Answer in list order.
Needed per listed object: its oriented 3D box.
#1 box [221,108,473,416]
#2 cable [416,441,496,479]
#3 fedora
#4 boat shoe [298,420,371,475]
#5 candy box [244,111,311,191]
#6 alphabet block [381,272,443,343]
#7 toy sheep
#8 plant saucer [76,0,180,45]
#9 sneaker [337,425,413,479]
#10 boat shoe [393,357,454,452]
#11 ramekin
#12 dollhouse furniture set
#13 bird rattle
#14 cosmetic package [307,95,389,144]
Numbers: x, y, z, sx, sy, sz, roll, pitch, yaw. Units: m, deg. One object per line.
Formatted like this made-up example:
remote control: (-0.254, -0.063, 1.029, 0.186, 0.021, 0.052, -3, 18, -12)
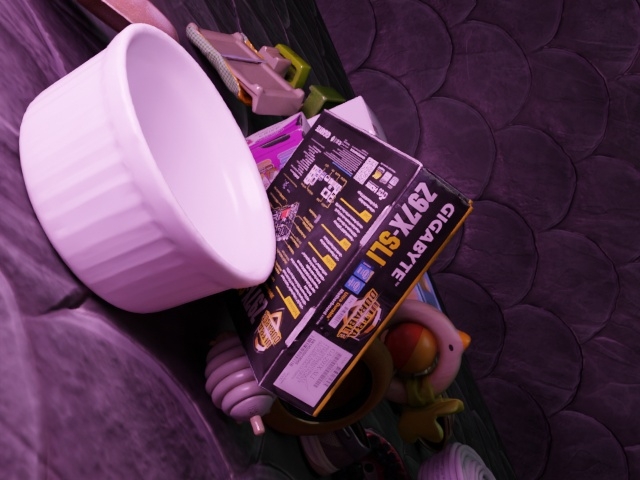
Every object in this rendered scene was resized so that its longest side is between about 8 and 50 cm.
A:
box: (0.000, 0.000, 0.822, 0.079, 0.257, 0.322, 32, 7, -24)
cable: (0.211, 0.405, 1.002, 0.257, 0.089, 0.257, 64, 15, -3)
fedora: (-0.004, 0.161, 0.937, 0.194, 0.194, 0.079, 56, 5, -37)
boat shoe: (-0.004, 0.181, 1.049, 0.103, 0.092, 0.285, 36, 34, -66)
candy box: (-0.045, -0.062, 1.152, 0.233, 0.159, 0.071, 60, 17, -28)
alphabet block: (0.094, 0.110, 1.312, 0.192, 0.197, 0.194, 30, 39, -69)
toy sheep: (-0.085, 0.155, 0.814, 0.132, 0.091, 0.091, 59, 9, 31)
plant saucer: (-0.231, -0.266, 0.828, 0.198, 0.036, 0.198, 34, -1, 1)
sneaker: (0.122, 0.416, 1.091, 0.112, 0.120, 0.299, 22, 48, -80)
boat shoe: (0.205, 0.311, 1.567, 0.324, 0.123, 0.116, 60, 18, -20)
ramekin: (-0.168, -0.061, 0.746, 0.277, 0.135, 0.277, 59, 15, -27)
dollhouse furniture set: (-0.124, -0.261, 1.352, 0.197, 0.151, 0.301, 45, 26, 18)
bird rattle: (0.119, 0.186, 1.156, 0.253, 0.207, 0.143, 33, 11, 14)
cosmetic package: (-0.005, -0.157, 1.299, 0.086, 0.231, 0.117, 70, 14, 16)
